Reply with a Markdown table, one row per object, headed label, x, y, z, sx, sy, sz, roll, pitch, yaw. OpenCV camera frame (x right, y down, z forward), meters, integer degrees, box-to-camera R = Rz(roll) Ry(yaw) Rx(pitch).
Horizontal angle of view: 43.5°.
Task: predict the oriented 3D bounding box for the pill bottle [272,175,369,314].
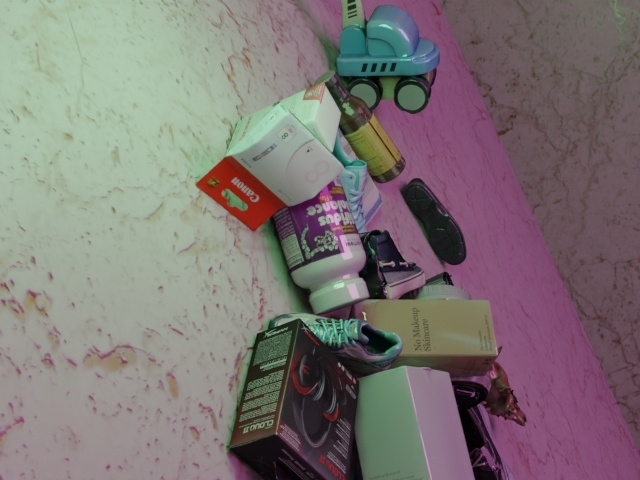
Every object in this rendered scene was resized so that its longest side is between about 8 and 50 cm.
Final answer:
| label | x | y | z | sx | sy | sz | roll | pitch | yaw |
| --- | --- | --- | --- | --- | --- | --- | --- | --- | --- |
| pill bottle | 0.000 | 0.000 | 1.723 | 0.169 | 0.169 | 0.301 | -3 | 72 | -61 |

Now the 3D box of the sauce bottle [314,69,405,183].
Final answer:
| label | x | y | z | sx | sy | sz | roll | pitch | yaw |
| --- | --- | --- | --- | --- | --- | --- | --- | --- | --- |
| sauce bottle | 0.107 | -0.315 | 2.209 | 0.344 | 0.111 | 0.111 | 53 | 31 | -26 |

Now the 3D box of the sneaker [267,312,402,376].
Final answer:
| label | x | y | z | sx | sy | sz | roll | pitch | yaw |
| --- | --- | --- | --- | --- | --- | --- | --- | --- | --- |
| sneaker | 0.035 | 0.188 | 1.610 | 0.283 | 0.122 | 0.110 | 14 | 57 | -21 |

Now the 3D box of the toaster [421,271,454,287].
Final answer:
| label | x | y | z | sx | sy | sz | roll | pitch | yaw |
| --- | --- | --- | --- | --- | --- | --- | --- | --- | --- |
| toaster | 0.337 | 0.186 | 2.202 | 0.168 | 0.110 | 0.186 | 66 | 11 | -1 |

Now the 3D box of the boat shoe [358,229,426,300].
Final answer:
| label | x | y | z | sx | sy | sz | roll | pitch | yaw |
| --- | --- | --- | --- | --- | --- | --- | --- | --- | --- |
| boat shoe | 0.166 | 0.047 | 1.937 | 0.340 | 0.127 | 0.158 | -15 | 97 | -70 |

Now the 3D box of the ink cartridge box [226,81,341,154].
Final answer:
| label | x | y | z | sx | sy | sz | roll | pitch | yaw |
| --- | --- | --- | --- | --- | --- | --- | --- | --- | --- |
| ink cartridge box | -0.077 | -0.226 | 1.707 | 0.092 | 0.218 | 0.158 | 57 | 28 | -32 |

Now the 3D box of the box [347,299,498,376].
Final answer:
| label | x | y | z | sx | sy | sz | roll | pitch | yaw |
| --- | --- | --- | --- | --- | --- | --- | --- | --- | --- |
| box | 0.222 | 0.219 | 1.796 | 0.121 | 0.311 | 0.148 | 99 | -11 | -58 |

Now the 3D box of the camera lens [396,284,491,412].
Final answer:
| label | x | y | z | sx | sy | sz | roll | pitch | yaw |
| --- | --- | --- | --- | --- | --- | --- | --- | --- | --- |
| camera lens | 0.293 | 0.274 | 1.972 | 0.219 | 0.219 | 0.274 | 36 | 41 | -44 |

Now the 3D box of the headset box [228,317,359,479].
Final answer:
| label | x | y | z | sx | sy | sz | roll | pitch | yaw |
| --- | --- | --- | --- | --- | --- | --- | --- | --- | --- |
| headset box | -0.040 | 0.328 | 1.467 | 0.218 | 0.110 | 0.293 | 50 | 32 | -29 |

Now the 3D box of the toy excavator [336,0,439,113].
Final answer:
| label | x | y | z | sx | sy | sz | roll | pitch | yaw |
| --- | --- | --- | --- | --- | --- | --- | --- | --- | --- |
| toy excavator | 0.125 | -0.616 | 2.311 | 0.222 | 0.433 | 0.445 | -66 | 155 | -54 |

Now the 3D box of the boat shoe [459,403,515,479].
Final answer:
| label | x | y | z | sx | sy | sz | roll | pitch | yaw |
| --- | --- | --- | --- | --- | --- | --- | --- | --- | --- |
| boat shoe | 0.404 | 0.569 | 2.082 | 0.119 | 0.121 | 0.335 | 24 | 38 | -43 |

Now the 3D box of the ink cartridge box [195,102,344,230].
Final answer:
| label | x | y | z | sx | sy | sz | roll | pitch | yaw |
| --- | --- | --- | --- | --- | --- | --- | --- | --- | --- |
| ink cartridge box | -0.097 | -0.128 | 1.581 | 0.189 | 0.232 | 0.066 | 41 | 7 | -39 |

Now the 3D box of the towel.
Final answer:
| label | x | y | z | sx | sy | sz | roll | pitch | yaw |
| --- | --- | --- | --- | --- | --- | --- | --- | --- | --- |
| towel | 0.062 | -0.173 | 2.109 | 0.285 | 0.034 | 0.209 | 58 | 31 | -13 |

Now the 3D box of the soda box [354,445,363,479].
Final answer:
| label | x | y | z | sx | sy | sz | roll | pitch | yaw |
| --- | --- | --- | --- | --- | --- | --- | --- | --- | --- |
| soda box | 0.115 | 0.456 | 1.698 | 0.063 | 0.058 | 0.183 | 47 | 33 | -33 |

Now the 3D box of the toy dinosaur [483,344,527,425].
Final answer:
| label | x | y | z | sx | sy | sz | roll | pitch | yaw |
| --- | --- | --- | --- | --- | --- | --- | --- | --- | --- |
| toy dinosaur | 0.497 | 0.415 | 2.279 | 0.200 | 0.127 | 0.295 | -42 | 123 | -62 |

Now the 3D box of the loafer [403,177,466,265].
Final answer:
| label | x | y | z | sx | sy | sz | roll | pitch | yaw |
| --- | --- | --- | --- | --- | --- | --- | --- | --- | --- |
| loafer | 0.365 | -0.066 | 2.485 | 0.302 | 0.109 | 0.095 | 56 | 25 | -13 |

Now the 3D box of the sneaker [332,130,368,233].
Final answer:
| label | x | y | z | sx | sy | sz | roll | pitch | yaw |
| --- | --- | --- | --- | --- | --- | --- | --- | --- | --- |
| sneaker | 0.058 | -0.116 | 1.931 | 0.366 | 0.150 | 0.135 | 61 | 29 | -14 |

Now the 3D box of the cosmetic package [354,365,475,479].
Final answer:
| label | x | y | z | sx | sy | sz | roll | pitch | yaw |
| --- | --- | --- | --- | --- | --- | --- | --- | --- | --- |
| cosmetic package | 0.196 | 0.457 | 1.615 | 0.217 | 0.156 | 0.385 | 23 | 50 | -53 |
